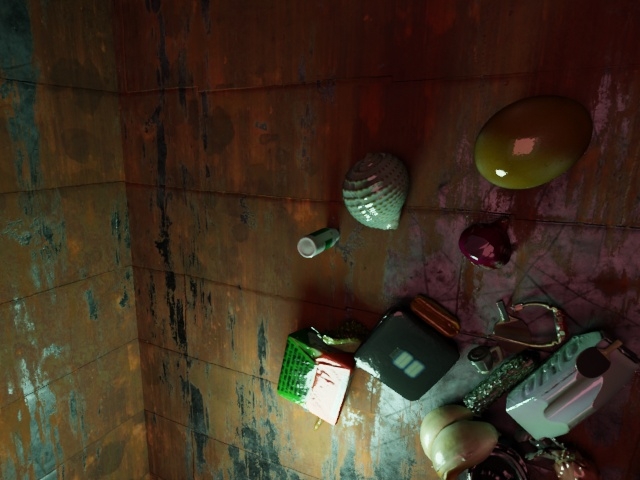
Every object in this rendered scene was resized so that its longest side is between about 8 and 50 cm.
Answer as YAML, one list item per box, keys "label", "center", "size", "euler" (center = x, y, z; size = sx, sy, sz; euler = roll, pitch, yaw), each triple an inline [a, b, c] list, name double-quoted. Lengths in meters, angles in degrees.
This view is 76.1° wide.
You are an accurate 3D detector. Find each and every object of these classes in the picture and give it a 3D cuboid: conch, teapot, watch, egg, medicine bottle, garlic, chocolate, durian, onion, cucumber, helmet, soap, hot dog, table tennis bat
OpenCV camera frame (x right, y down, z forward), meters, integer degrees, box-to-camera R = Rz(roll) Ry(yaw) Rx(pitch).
- label: "conch"
  center: [0.208, -0.187, 1.641]
  size: [0.302, 0.215, 0.320]
  euler: [-4, 99, 38]
- label: "teapot"
  center: [0.659, 0.479, 1.625]
  size: [0.124, 0.092, 0.091]
  euler: [-21, 108, 35]
- label: "watch"
  center: [0.769, 0.308, 1.522]
  size: [0.268, 0.102, 0.165]
  euler: [2, 92, 28]
- label: "egg"
  center: [0.680, -0.318, 1.328]
  size: [0.351, 0.282, 0.283]
  euler: [-24, 90, 28]
- label: "medicine bottle"
  center: [0.000, 0.000, 1.751]
  size: [0.095, 0.260, 0.095]
  euler: [7, 106, 26]
- label: "garlic"
  center: [0.546, 0.815, 1.656]
  size: [0.249, 0.286, 0.313]
  euler: [29, 110, 6]
- label: "chocolate"
  center: [-0.012, 0.631, 1.940]
  size: [0.341, 0.161, 0.361]
  euler: [22, 115, 21]
- label: "durian"
  center: [0.139, 0.441, 1.853]
  size: [0.374, 0.107, 0.132]
  euler: [13, 118, 0]
- label: "onion"
  center: [0.631, -0.001, 1.515]
  size: [0.195, 0.139, 0.218]
  euler: [41, 112, 20]
- label: "cucumber"
  center: [0.714, 0.546, 1.603]
  size: [0.096, 0.096, 0.359]
  euler: [40, 116, 13]
- label: "helmet"
  center: [0.731, 0.955, 1.650]
  size: [0.230, 0.160, 0.279]
  euler: [6, 80, 38]
- label: "soap"
  center: [0.865, 0.497, 1.426]
  size: [0.156, 0.261, 0.446]
  euler: [43, 117, 15]
- label: "hot dog"
  center: [0.479, 0.315, 1.688]
  size: [0.235, 0.062, 0.092]
  euler: [39, 91, 19]
- label: "table tennis bat"
  center: [0.735, 0.337, 1.593]
  size: [0.130, 0.019, 0.221]
  euler: [-20, 93, 28]
- label: "table tennis bat"
  center: [0.872, 0.365, 1.277]
  size: [0.156, 0.013, 0.087]
  euler: [-42, 80, 9]

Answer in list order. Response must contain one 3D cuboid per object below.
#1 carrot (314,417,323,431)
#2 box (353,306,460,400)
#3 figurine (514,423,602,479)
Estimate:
- label: "carrot"
  center: [-0.001, 0.914, 2.080]
  size: [0.035, 0.035, 0.165]
  euler: [27, 114, 19]
- label: "box"
  center: [0.358, 0.483, 1.734]
  size: [0.350, 0.091, 0.359]
  euler: [34, 113, 1]
- label: "figurine"
  center: [0.932, 0.834, 1.536]
  size: [0.386, 0.166, 0.207]
  euler: [33, 147, 14]
